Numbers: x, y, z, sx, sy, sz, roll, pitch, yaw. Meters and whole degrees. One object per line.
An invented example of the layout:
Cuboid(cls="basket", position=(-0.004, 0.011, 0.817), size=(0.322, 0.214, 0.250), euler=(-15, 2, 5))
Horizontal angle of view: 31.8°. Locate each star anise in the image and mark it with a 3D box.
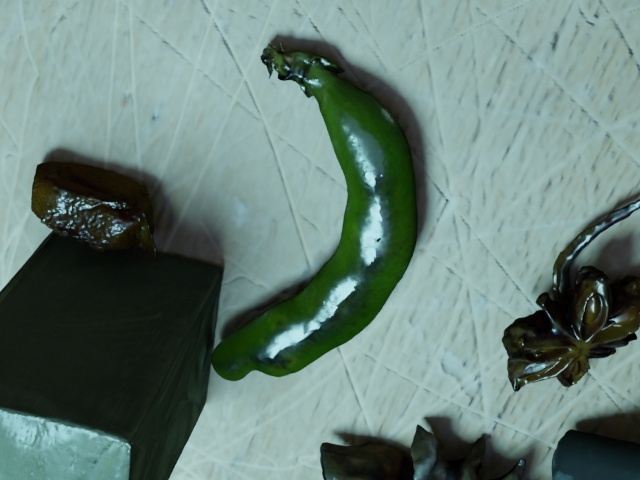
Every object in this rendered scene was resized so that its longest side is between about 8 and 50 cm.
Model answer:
Cuboid(cls="star anise", position=(0.200, 0.039, 0.827), size=(0.097, 0.070, 0.190), euler=(23, 121, -31))
Cuboid(cls="star anise", position=(0.095, 0.260, 0.939), size=(0.220, 0.099, 0.214), euler=(-5, 105, 14))

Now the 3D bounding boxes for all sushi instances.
Cuboid(cls="sushi", position=(-0.177, -0.022, 0.880), size=(0.120, 0.052, 0.055), euler=(15, 119, 4))

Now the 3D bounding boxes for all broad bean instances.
Cuboid(cls="broad bean", position=(0.000, 0.000, 0.861), size=(0.144, 0.049, 0.292), euler=(17, 116, 11))

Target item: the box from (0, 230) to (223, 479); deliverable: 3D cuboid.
Cuboid(cls="box", position=(-0.181, 0.121, 0.851), size=(0.149, 0.231, 0.155), euler=(13, 118, 5))

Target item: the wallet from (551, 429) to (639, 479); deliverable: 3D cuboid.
Cuboid(cls="wallet", position=(0.350, 0.254, 0.770), size=(0.406, 0.062, 0.228), euler=(-1, 122, 55))
